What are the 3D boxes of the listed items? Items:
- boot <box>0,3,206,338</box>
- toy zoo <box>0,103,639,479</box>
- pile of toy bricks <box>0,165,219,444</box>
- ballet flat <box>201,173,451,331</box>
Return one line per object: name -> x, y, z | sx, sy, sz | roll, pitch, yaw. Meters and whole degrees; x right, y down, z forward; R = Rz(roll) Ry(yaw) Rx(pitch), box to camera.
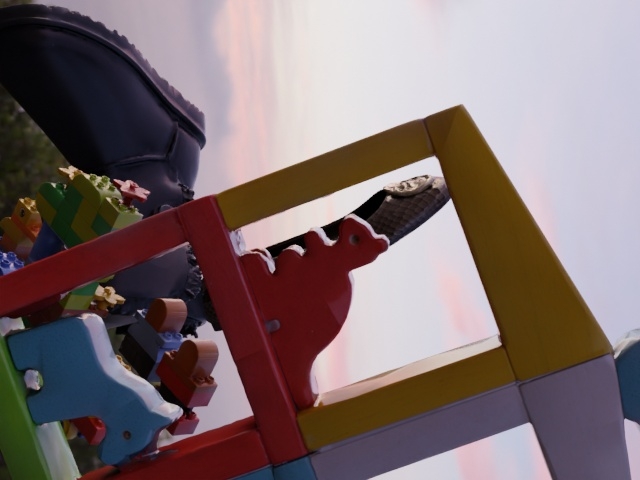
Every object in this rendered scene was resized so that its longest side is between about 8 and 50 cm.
boot -> -0.169, -0.042, 0.859 | 0.246, 0.094, 0.207 | 35, 46, -54
toy zoo -> -0.013, 0.076, 0.391 | 0.030, 0.293, 0.192 | -39, 109, -83
pile of toy bricks -> -0.129, 0.009, 0.595 | 0.212, 0.118, 0.105 | 41, -68, 34
ballet flat -> 0.000, 0.000, 0.972 | 0.058, 0.249, 0.084 | 62, 6, -7
